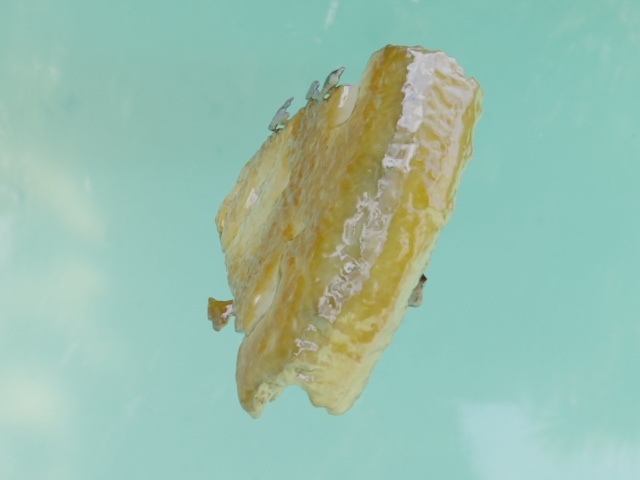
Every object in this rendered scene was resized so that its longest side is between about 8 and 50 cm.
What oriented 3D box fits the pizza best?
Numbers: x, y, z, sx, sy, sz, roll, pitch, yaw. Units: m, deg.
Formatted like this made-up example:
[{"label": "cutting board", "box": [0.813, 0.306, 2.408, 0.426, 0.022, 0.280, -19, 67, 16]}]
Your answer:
[{"label": "pizza", "box": [0.002, -0.001, 0.487, 0.069, 0.154, 0.194, 21, -3, -19]}]
